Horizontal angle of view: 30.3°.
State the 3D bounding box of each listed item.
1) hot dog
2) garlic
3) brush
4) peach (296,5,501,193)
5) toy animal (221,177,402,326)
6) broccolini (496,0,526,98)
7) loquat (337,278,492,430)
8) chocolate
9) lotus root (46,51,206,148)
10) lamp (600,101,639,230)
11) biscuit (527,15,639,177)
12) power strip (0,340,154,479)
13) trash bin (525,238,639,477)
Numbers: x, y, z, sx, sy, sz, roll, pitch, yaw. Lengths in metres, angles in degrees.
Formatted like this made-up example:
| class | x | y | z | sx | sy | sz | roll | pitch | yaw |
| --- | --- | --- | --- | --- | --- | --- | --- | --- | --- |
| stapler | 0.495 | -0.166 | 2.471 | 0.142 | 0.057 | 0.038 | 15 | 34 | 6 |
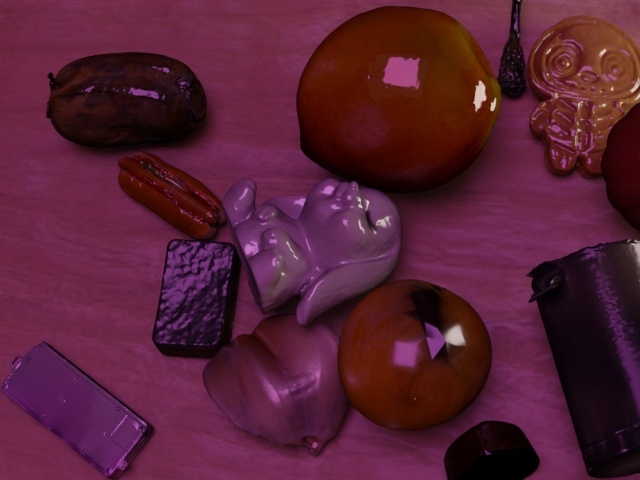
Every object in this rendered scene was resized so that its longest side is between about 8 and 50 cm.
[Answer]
| class | x | y | z | sx | sy | sz | roll | pitch | yaw |
| --- | --- | --- | --- | --- | --- | --- | --- | --- | --- |
| hot dog | -0.263 | -0.083 | 2.038 | 0.236 | 0.062 | 0.092 | 30 | 80 | 20 |
| garlic | -0.054 | 0.218 | 1.858 | 0.217 | 0.110 | 0.228 | -39 | 67 | -10 |
| brush | -0.204 | 0.093 | 1.958 | 0.123 | 0.059 | 0.197 | 3 | 69 | 10 |
| peach | 0.117 | -0.222 | 1.906 | 0.332 | 0.308 | 0.307 | -23 | 66 | 12 |
| toy animal | 0.000 | 0.000 | 1.898 | 0.265 | 0.206 | 0.271 | -19 | 43 | -10 |
| broccolini | 0.330 | -0.361 | 2.027 | 0.051 | 0.054 | 0.239 | 9 | 77 | -25 |
| loquat | 0.138 | 0.172 | 1.774 | 0.235 | 0.235 | 0.235 | -4 | 68 | 9 |
| chocolate | 0.239 | 0.319 | 1.764 | 0.149 | 0.125 | 0.080 | -27 | 50 | 4 |
| lotus root | -0.335 | -0.246 | 2.066 | 0.275 | 0.160 | 0.152 | 3 | 45 | 11 |
| lamp | 0.545 | -0.113 | 1.811 | 0.227 | 0.227 | 0.227 | -4 | 68 | 9 |
| biscuit | 0.438 | -0.244 | 1.967 | 0.202 | 0.044 | 0.288 | 12 | 70 | 5 |
| power strip | -0.399 | 0.275 | 1.935 | 0.279 | 0.037 | 0.109 | 33 | 78 | 21 |
| trash bin | 0.445 | 0.173 | 1.731 | 0.252 | 0.203 | 0.301 | 2 | 61 | -32 |
